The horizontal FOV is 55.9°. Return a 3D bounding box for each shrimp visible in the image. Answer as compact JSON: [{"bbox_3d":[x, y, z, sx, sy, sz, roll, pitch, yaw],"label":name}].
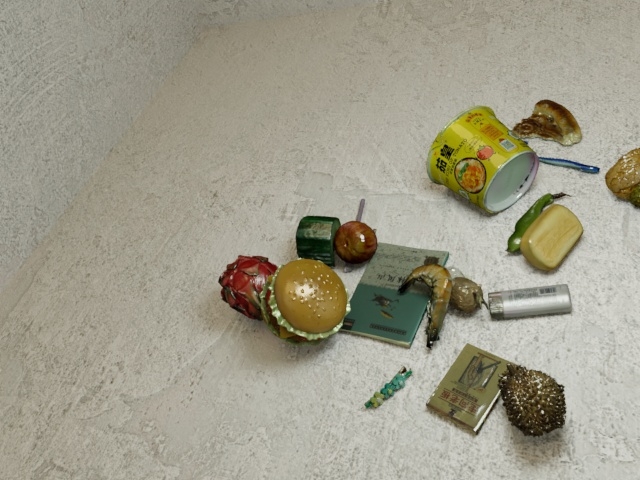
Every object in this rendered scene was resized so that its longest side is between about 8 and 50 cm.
[{"bbox_3d":[0.310,0.199,1.846,0.198,0.051,0.261,-4,73,51],"label":"shrimp"}]

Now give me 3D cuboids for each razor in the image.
[{"bbox_3d":[0.832,-0.291,2.148,0.324,0.093,0.056,32,106,38],"label":"razor"}]

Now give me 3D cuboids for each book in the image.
[{"bbox_3d":[0.417,0.402,1.667,0.161,0.026,0.231,21,60,38],"label":"book"},{"bbox_3d":[0.240,0.165,1.974,0.264,0.031,0.379,7,52,31],"label":"book"}]

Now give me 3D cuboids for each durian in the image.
[{"bbox_3d":[0.518,0.390,1.506,0.167,0.196,0.196,-29,43,-14],"label":"durian"}]

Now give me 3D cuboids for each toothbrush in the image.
[{"bbox_3d":[0.133,-0.023,2.212,0.029,0.024,0.354,2,49,16],"label":"toothbrush"}]

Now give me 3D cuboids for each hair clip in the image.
[{"bbox_3d":[0.196,0.422,1.733,0.173,0.049,0.049,-38,45,-16],"label":"hair clip"}]

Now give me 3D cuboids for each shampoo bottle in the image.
[{"bbox_3d":[0.613,0.179,1.775,0.228,0.056,0.086,-9,44,16],"label":"shampoo bottle"}]

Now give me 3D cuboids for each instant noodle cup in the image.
[{"bbox_3d":[0.564,-0.261,2.064,0.326,0.325,0.254,-34,53,-10],"label":"instant noodle cup"}]

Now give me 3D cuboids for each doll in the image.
[{"bbox_3d":[0.436,0.158,1.834,0.105,0.114,0.221,0,19,-37],"label":"doll"}]

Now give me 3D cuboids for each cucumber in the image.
[{"bbox_3d":[0.000,-0.010,2.151,0.130,0.191,0.191,6,51,18],"label":"cucumber"}]

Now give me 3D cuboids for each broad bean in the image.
[{"bbox_3d":[0.698,-0.067,1.971,0.318,0.056,0.098,-41,27,-17],"label":"broad bean"}]

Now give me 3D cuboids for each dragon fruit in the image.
[{"bbox_3d":[-0.219,0.179,2.037,0.234,0.233,0.293,-27,52,-3],"label":"dragon fruit"}]

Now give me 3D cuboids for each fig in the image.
[{"bbox_3d":[0.125,0.012,2.092,0.149,0.202,0.148,-13,71,8],"label":"fig"}]

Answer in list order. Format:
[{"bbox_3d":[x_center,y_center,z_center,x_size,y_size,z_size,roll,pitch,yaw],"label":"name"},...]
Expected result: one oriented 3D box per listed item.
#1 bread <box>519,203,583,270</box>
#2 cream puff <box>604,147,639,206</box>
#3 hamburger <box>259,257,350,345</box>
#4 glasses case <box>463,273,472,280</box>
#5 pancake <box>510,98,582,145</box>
[{"bbox_3d":[0.708,-0.007,1.870,0.217,0.098,0.147,-41,88,-16],"label":"bread"},{"bbox_3d":[1.013,-0.182,1.882,0.183,0.183,0.169,-26,55,-1],"label":"cream puff"},{"bbox_3d":[-0.043,0.184,1.872,0.275,0.212,0.274,10,62,-20],"label":"hamburger"},{"bbox_3d":[0.444,0.121,1.932,0.083,0.021,0.032,11,54,32],"label":"glasses case"},{"bbox_3d":[0.830,-0.432,2.275,0.245,0.057,0.266,-15,45,11],"label":"pancake"}]
